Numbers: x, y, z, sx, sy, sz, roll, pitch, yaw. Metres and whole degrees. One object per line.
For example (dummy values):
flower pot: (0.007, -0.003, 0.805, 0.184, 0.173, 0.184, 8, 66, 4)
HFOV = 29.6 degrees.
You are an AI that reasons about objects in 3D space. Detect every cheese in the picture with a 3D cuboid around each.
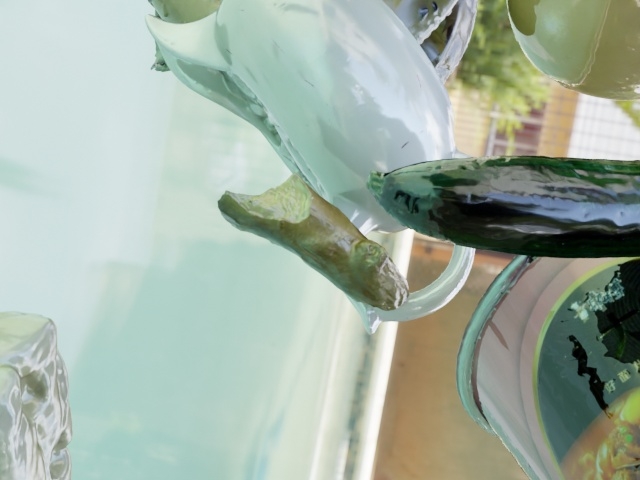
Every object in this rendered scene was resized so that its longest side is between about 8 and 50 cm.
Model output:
cheese: (-0.113, 0.112, 0.451, 0.065, 0.043, 0.194, -79, 174, -57)

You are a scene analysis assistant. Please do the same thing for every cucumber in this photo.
cucumber: (0.163, -0.018, 0.617, 0.056, 0.284, 0.056, 180, -90, -78)

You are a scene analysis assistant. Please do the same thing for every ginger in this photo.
ginger: (0.002, -0.001, 0.734, 0.057, 0.137, 0.044, -47, -163, 32)

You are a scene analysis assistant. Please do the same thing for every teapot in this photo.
teapot: (0.006, -0.081, 0.826, 0.139, 0.298, 0.204, -36, 155, -8)

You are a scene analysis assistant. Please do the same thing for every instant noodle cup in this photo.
instant noodle cup: (0.229, 0.127, 0.674, 0.255, 0.244, 0.244, -116, -157, -46)

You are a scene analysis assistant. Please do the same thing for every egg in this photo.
egg: (0.258, -0.228, 1.037, 0.244, 0.201, 0.201, 39, 61, -74)

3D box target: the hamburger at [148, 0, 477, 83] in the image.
hamburger: (-0.007, -0.238, 1.150, 0.195, 0.318, 0.277, 71, 23, -67)
